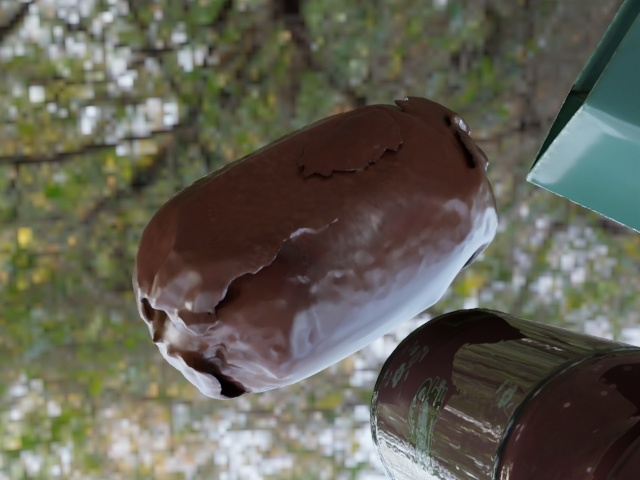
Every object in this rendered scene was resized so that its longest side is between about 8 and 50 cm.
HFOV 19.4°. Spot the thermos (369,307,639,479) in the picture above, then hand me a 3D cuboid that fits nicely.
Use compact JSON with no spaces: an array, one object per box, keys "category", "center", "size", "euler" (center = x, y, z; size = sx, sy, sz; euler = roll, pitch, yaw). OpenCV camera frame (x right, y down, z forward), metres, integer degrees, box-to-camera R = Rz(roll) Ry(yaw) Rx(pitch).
[{"category":"thermos","center":[0.100,0.104,0.788],"size":[0.109,0.136,0.330],"euler":[34,175,-9]}]

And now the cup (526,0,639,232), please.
[{"category":"cup","center":[0.218,-0.031,0.722],"size":[0.235,0.148,0.134],"euler":[29,-169,0]}]

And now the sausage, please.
[{"category":"sausage","center":[0.000,0.000,1.237],"size":[0.279,0.152,0.152],"euler":[-30,-144,-34]}]
